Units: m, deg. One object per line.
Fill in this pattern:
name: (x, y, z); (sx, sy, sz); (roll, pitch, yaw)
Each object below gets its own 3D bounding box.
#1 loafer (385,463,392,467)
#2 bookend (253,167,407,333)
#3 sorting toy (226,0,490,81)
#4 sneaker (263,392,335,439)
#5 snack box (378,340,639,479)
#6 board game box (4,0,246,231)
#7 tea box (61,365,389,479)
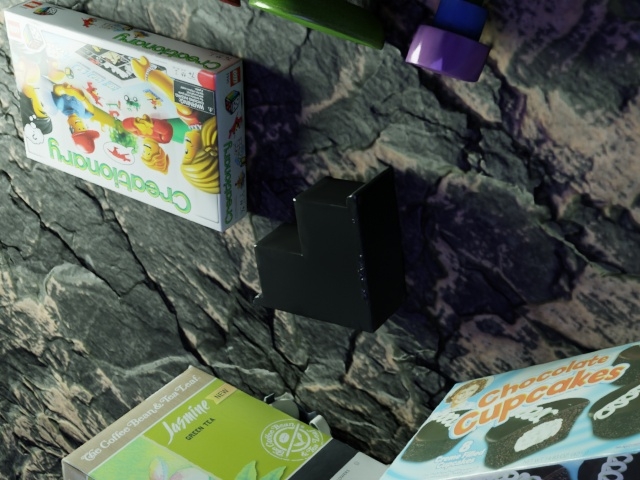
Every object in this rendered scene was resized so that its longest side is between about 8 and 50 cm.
loafer: (0.090, 0.418, 1.249); (0.111, 0.112, 0.319); (26, 130, 33)
bookend: (0.000, 0.000, 1.075); (0.157, 0.072, 0.156); (10, 122, 34)
sorting toy: (-0.007, -0.254, 0.921); (0.365, 0.127, 0.126); (22, 99, 21)
sneaker: (-0.066, 0.259, 1.283); (0.235, 0.094, 0.153); (-3, 110, 44)
snack box: (0.217, 0.175, 0.942); (0.322, 0.187, 0.060); (-23, 102, 43)
board game box: (-0.220, -0.145, 1.163); (0.305, 0.053, 0.193); (20, 128, 26)
tea box: (-0.095, 0.375, 1.151); (0.323, 0.220, 0.329); (22, 125, 27)
